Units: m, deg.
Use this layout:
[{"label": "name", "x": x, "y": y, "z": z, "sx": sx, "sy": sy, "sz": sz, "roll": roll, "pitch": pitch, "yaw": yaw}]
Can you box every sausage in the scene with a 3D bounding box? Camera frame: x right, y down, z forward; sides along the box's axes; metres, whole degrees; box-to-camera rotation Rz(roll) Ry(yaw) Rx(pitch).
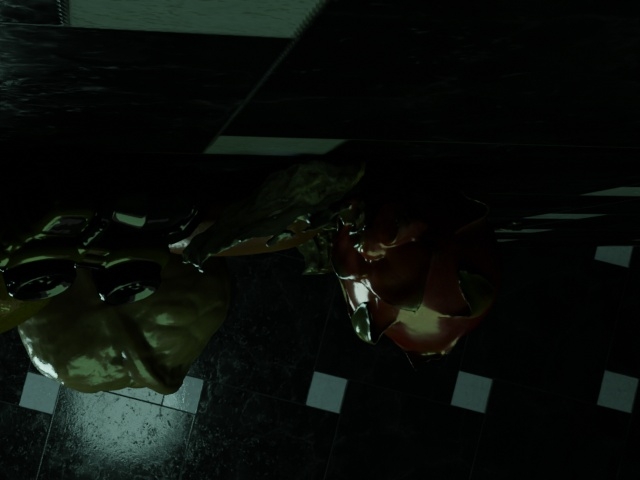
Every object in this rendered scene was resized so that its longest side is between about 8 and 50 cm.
[{"label": "sausage", "x": -0.120, "y": -0.029, "z": 1.268, "sx": 0.274, "sy": 0.105, "sz": 0.105, "roll": -2, "pitch": 177, "yaw": 38}]

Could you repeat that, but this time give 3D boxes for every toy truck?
[{"label": "toy truck", "x": -0.237, "y": -0.030, "z": 1.056, "sx": 0.224, "sy": 0.147, "sz": 0.165, "roll": 3, "pitch": 149, "yaw": -48}]

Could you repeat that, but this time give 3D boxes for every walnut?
[{"label": "walnut", "x": -0.326, "y": 0.100, "z": 1.685, "sx": 0.382, "sy": 0.381, "sz": 0.381, "roll": 0, "pitch": 177, "yaw": 0}]

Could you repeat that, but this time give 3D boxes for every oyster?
[{"label": "oyster", "x": -0.061, "y": -0.032, "z": 1.076, "sx": 0.209, "sy": 0.072, "sz": 0.133, "roll": -18, "pitch": -171, "yaw": 29}]

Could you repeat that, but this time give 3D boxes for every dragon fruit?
[{"label": "dragon fruit", "x": 0.112, "y": 0.021, "z": 1.211, "sx": 0.224, "sy": 0.227, "sz": 0.224, "roll": -17, "pitch": -151, "yaw": 9}]

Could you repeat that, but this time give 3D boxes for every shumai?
[{"label": "shumai", "x": 0.000, "y": 0.000, "z": 1.641, "sx": 0.146, "sy": 0.116, "sz": 0.145, "roll": 3, "pitch": -173, "yaw": 0}]

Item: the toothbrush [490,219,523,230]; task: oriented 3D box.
[{"label": "toothbrush", "x": 0.220, "y": -0.027, "z": 1.955, "sx": 0.364, "sy": 0.040, "sz": 0.041, "roll": 0, "pitch": 177, "yaw": -5}]

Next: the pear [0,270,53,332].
[{"label": "pear", "x": -0.408, "y": 0.017, "z": 1.202, "sx": 0.209, "sy": 0.208, "sz": 0.209, "roll": 0, "pitch": 177, "yaw": 0}]

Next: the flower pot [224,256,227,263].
[{"label": "flower pot", "x": -0.295, "y": 0.010, "z": 1.981, "sx": 0.229, "sy": 0.108, "sz": 0.103, "roll": 4, "pitch": 175, "yaw": -43}]
